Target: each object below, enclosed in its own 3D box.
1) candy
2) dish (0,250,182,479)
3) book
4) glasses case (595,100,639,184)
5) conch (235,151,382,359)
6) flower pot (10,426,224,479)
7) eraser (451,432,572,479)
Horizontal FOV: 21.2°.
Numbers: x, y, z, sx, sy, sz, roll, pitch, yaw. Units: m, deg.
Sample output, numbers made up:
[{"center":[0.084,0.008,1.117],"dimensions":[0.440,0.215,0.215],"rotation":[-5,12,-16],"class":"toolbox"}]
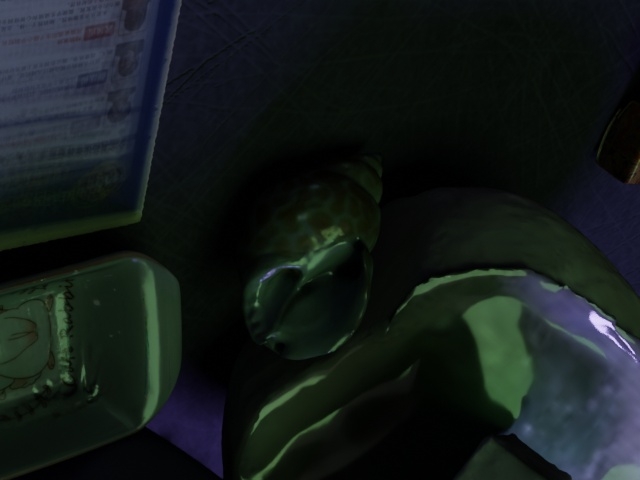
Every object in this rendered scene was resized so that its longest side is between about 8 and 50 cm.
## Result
[{"center":[0.128,0.154,1.514],"dimensions":[0.427,0.186,0.386],"rotation":[31,97,-25],"class":"candy"},{"center":[-0.207,0.084,1.260],"dimensions":[0.234,0.064,0.154],"rotation":[-15,117,-34],"class":"dish"},{"center":[-0.193,-0.126,1.135],"dimensions":[0.228,0.018,0.322],"rotation":[-12,132,-36],"class":"book"},{"center":[0.363,-0.094,1.687],"dimensions":[0.218,0.049,0.075],"rotation":[0,120,-45],"class":"glasses case"},{"center":[-0.010,0.011,1.364],"dimensions":[0.116,0.173,0.106],"rotation":[-8,168,19],"class":"conch"},{"center":[-0.163,0.256,1.338],"dimensions":[0.265,0.243,0.265],"rotation":[-25,140,-23],"class":"flower pot"},{"center":[0.067,0.307,1.371],"dimensions":[0.343,0.078,0.144],"rotation":[-53,165,4],"class":"eraser"}]
